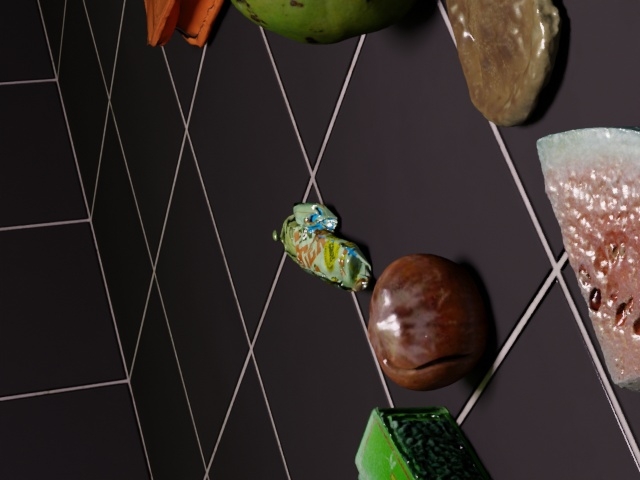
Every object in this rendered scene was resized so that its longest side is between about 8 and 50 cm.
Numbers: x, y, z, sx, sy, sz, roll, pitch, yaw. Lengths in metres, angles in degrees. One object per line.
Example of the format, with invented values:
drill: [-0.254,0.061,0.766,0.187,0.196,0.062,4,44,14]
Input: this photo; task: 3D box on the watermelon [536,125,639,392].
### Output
watermelon: [0.278,0.020,1.182,0.154,0.094,0.241,1,98,60]

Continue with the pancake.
pancake: [0.179,-0.233,1.411,0.222,0.042,0.236,-160,64,-66]

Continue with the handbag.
handbag: [-0.225,-0.531,2.342,0.410,0.116,0.303,130,133,-63]

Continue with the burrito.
burrito: [0.000,0.000,1.961,0.288,0.054,0.104,-155,60,-67]

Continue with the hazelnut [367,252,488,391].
hazelnut: [0.114,0.091,1.562,0.143,0.143,0.154,-179,84,-70]

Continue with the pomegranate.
pomegranate: [0.004,-0.347,1.591,0.270,0.254,0.254,-84,-5,-70]

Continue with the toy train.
toy train: [0.120,0.321,1.633,0.243,0.132,0.188,-120,38,-48]
